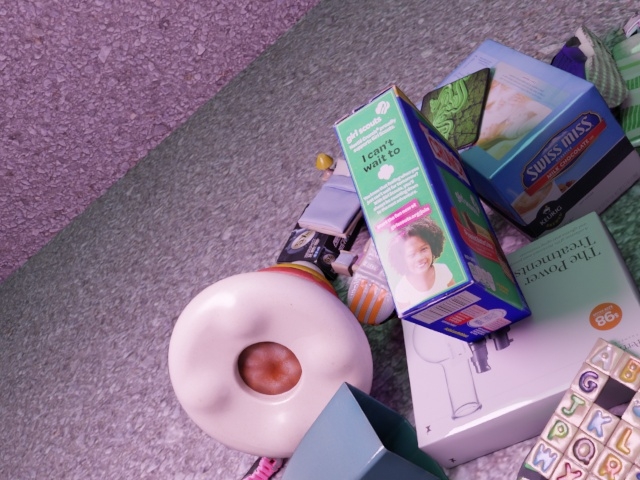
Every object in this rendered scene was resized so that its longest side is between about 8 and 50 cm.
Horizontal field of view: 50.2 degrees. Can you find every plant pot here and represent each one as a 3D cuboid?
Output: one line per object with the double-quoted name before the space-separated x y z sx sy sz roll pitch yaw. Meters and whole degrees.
"plant pot" 0.044 0.387 1.087 0.234 0.165 0.166 -49 32 7

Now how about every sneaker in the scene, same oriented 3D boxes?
"sneaker" 0.165 0.008 1.288 0.124 0.180 0.321 32 100 24
"sneaker" 0.504 -0.302 1.345 0.146 0.102 0.293 -44 16 36
"sneaker" 0.661 -0.452 1.389 0.098 0.038 0.069 -30 37 24
"sneaker" -0.122 0.450 1.325 0.119 0.047 0.057 -46 16 -5

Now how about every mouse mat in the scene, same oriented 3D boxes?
"mouse mat" 0.233 -0.226 1.245 0.152 0.007 0.190 -17 45 43

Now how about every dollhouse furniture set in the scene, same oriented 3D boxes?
"dollhouse furniture set" 0.046 -0.091 1.452 0.303 0.198 0.286 16 56 35

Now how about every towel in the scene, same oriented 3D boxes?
"towel" 0.659 -0.305 1.234 0.247 0.038 0.325 -21 41 37

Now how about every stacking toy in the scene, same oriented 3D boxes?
"stacking toy" -0.071 0.152 1.342 0.350 0.351 0.480 -37 13 16

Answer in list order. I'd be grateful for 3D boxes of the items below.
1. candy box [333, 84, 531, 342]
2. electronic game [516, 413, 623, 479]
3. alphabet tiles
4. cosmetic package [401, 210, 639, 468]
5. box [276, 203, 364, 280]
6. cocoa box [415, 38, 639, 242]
"candy box" 0.168 -0.028 1.015 0.122 0.268 0.317 -30 62 22
"electronic game" 0.357 0.332 0.882 0.229 0.048 0.229 -31 35 25
"alphabet tiles" 0.394 0.257 0.837 0.237 0.009 0.198 31 91 49
"cosmetic package" 0.317 0.157 1.079 0.377 0.097 0.285 -31 38 24
"box" 0.000 0.000 1.631 0.147 0.077 0.180 -1 54 49
"cocoa box" 0.363 -0.184 1.266 0.231 0.228 0.347 -43 32 7
